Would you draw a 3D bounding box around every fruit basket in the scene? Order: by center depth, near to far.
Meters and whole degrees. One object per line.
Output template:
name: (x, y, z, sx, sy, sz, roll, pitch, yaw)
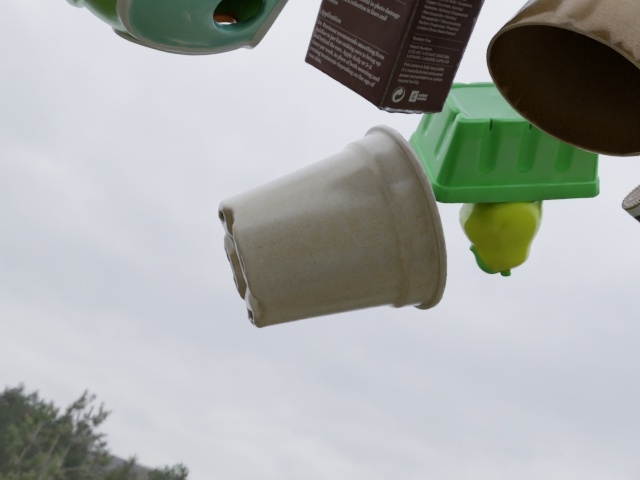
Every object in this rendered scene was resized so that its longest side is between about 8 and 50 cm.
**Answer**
fruit basket: (0.382, -0.129, 1.424, 0.391, 0.283, 0.392, -5, -50, -6)

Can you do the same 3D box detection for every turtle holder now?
turtle holder: (-0.112, -0.332, 0.648, 0.227, 0.243, 0.320, 29, -73, -19)

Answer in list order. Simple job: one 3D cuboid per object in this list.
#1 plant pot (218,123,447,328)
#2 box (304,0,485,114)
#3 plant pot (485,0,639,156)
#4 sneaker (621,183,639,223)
plant pot: (0.000, 0.000, 1.143, 0.305, 0.334, 0.334, -16, -26, -13)
box: (0.128, -0.387, 0.914, 0.191, 0.143, 0.382, 43, -54, 39)
plant pot: (0.372, -0.276, 0.827, 0.237, 0.254, 0.237, 33, -10, 7)
sneaker: (0.823, -0.110, 1.461, 0.153, 0.099, 0.282, 42, -55, -9)
